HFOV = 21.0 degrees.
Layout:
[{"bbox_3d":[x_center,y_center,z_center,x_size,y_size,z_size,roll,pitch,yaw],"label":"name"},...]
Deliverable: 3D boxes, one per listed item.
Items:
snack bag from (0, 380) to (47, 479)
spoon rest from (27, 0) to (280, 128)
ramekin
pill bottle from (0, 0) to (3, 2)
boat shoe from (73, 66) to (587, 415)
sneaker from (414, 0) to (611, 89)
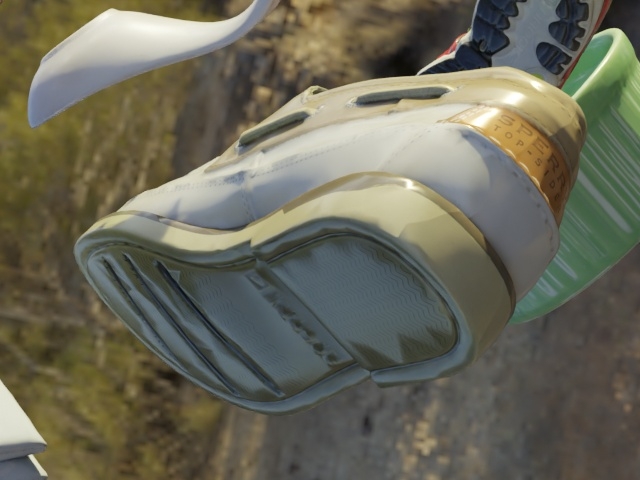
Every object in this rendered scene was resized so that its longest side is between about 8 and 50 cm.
[{"bbox_3d":[-0.336,0.023,0.794,0.323,0.342,0.037,47,122,28],"label":"snack bag"},{"bbox_3d":[-0.124,-0.164,1.354,0.276,0.084,0.137,-34,7,27],"label":"spoon rest"},{"bbox_3d":[0.232,-0.056,1.727,0.303,0.148,0.303,-42,7,7],"label":"ramekin"},{"bbox_3d":[-0.344,-0.236,1.261,0.130,0.245,0.130,-46,17,19],"label":"pill bottle"},{"bbox_3d":[0.000,0.000,0.720,0.103,0.113,0.302,-48,21,-25],"label":"boat shoe"},{"bbox_3d":[0.153,-0.139,1.309,0.118,0.107,0.279,-44,-3,-36],"label":"sneaker"}]
